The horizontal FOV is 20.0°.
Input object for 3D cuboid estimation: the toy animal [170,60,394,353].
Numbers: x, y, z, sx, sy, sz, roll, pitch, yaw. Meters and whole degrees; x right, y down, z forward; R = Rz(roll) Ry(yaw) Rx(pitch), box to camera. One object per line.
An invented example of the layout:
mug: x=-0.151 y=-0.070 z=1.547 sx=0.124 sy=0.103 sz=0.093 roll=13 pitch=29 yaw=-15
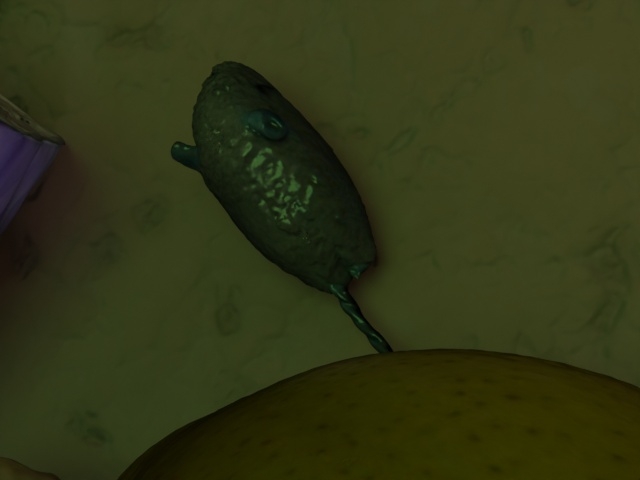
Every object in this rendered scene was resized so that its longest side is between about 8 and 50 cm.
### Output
toy animal: x=0.002 y=0.007 z=0.964 sx=0.070 sy=0.079 sz=0.253 roll=-46 pitch=63 yaw=28

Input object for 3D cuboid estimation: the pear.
pear: x=0.061 y=0.223 z=0.736 sx=0.418 sy=0.362 sz=0.362 roll=13 pitch=81 yaw=46

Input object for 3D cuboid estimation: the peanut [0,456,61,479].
peanut: x=-0.139 y=0.224 z=0.936 sx=0.137 sy=0.122 sz=0.253 roll=-13 pitch=71 yaw=-29

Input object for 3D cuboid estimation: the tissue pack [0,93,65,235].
tissue pack: x=-0.340 y=0.013 z=1.016 sx=0.242 sy=0.160 sz=0.338 roll=36 pitch=93 yaw=0
